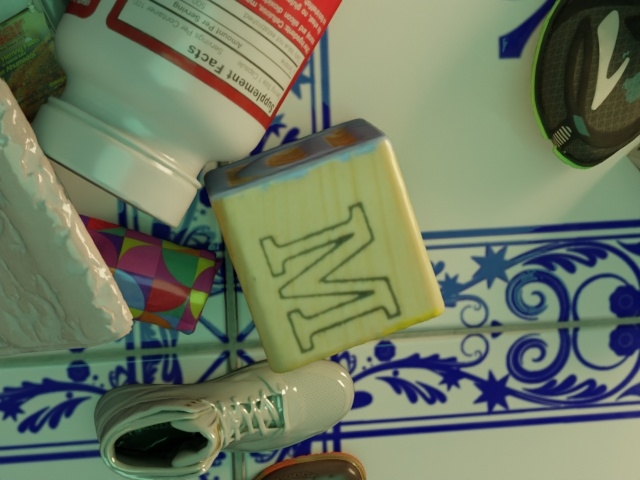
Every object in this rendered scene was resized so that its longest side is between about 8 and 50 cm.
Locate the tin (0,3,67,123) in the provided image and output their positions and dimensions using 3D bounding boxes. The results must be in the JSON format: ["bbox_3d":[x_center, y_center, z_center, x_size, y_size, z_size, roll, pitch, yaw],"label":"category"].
[{"bbox_3d":[-0.308,-0.185,1.573,0.190,0.040,0.106,-30,107,-1],"label":"tin"}]

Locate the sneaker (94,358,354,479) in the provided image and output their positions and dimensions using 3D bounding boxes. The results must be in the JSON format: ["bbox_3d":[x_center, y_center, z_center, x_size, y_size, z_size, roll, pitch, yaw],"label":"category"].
[{"bbox_3d":[-0.096,0.202,1.608,0.293,0.169,0.108,-9,100,-7],"label":"sneaker"}]

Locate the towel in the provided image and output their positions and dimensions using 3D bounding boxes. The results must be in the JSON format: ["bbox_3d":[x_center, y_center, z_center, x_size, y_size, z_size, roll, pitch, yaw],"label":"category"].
[{"bbox_3d":[-0.352,-0.032,1.475,0.053,0.317,0.331,-38,106,-39],"label":"towel"}]

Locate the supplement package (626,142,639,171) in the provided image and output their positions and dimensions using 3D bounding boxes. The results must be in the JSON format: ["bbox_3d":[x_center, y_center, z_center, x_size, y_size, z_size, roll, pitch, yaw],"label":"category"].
[{"bbox_3d":[0.491,-0.073,1.640,0.194,0.149,0.203,-42,104,2],"label":"supplement package"}]

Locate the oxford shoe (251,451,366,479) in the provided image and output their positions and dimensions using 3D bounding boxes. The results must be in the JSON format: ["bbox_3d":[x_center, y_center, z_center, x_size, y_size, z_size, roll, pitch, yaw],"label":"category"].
[{"bbox_3d":[-0.068,0.324,1.669,0.271,0.098,0.097,-27,103,-2],"label":"oxford shoe"}]

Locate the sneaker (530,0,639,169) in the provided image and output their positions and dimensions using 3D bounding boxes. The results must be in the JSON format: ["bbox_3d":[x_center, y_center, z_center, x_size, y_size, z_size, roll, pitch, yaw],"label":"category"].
[{"bbox_3d":[0.410,-0.271,1.564,0.483,0.202,0.185,-45,102,2],"label":"sneaker"}]

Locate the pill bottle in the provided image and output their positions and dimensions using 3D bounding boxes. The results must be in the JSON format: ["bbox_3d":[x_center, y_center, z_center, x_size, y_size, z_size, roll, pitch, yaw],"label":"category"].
[{"bbox_3d":[-0.114,-0.228,1.465,0.229,0.229,0.407,31,87,-12],"label":"pill bottle"}]

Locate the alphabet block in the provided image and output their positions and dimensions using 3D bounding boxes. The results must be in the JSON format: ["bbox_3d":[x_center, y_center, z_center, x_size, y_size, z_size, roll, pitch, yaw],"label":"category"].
[{"bbox_3d":[0.000,0.000,1.571,0.193,0.192,0.197,-19,102,-2],"label":"alphabet block"}]

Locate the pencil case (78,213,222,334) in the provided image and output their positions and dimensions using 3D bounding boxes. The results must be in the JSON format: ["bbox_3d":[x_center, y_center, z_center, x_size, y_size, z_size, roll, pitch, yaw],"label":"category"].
[{"bbox_3d":[-0.225,0.028,1.595,0.236,0.104,0.104,17,98,-11],"label":"pencil case"}]

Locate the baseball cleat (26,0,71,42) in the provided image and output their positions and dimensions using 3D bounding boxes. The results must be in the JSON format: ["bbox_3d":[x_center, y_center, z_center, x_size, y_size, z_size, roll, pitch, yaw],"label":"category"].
[{"bbox_3d":[-0.262,-0.307,1.516,0.109,0.072,0.206,-20,87,-2],"label":"baseball cleat"}]
